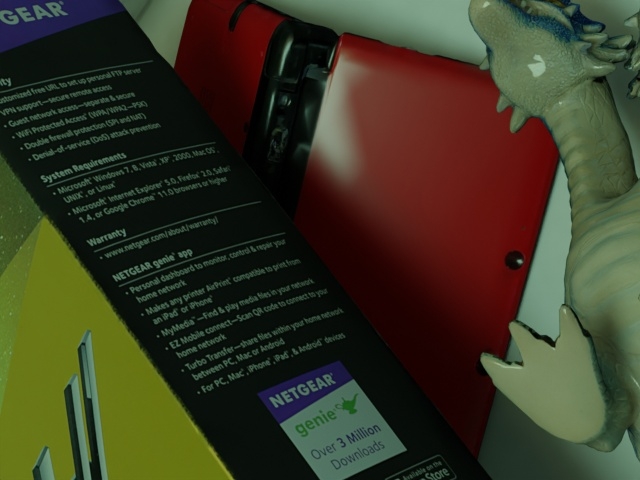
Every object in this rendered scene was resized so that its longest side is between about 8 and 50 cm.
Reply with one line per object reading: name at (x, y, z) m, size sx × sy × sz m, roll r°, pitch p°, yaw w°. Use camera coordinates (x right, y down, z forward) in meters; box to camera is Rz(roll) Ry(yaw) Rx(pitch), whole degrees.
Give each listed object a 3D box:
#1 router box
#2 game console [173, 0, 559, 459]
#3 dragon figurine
router box at (-0.090, 0.109, 0.603) m, size 0.243 × 0.081 × 0.309 m, roll 52°, pitch 133°, yaw 19°
game console at (0.000, 0.000, 0.626) m, size 0.124 × 0.085 × 0.144 m, roll 34°, pitch 112°, yaw 59°
dragon figurine at (0.120, 0.049, 0.510) m, size 0.085 × 0.144 × 0.289 m, roll -25°, pitch 99°, yaw 29°
